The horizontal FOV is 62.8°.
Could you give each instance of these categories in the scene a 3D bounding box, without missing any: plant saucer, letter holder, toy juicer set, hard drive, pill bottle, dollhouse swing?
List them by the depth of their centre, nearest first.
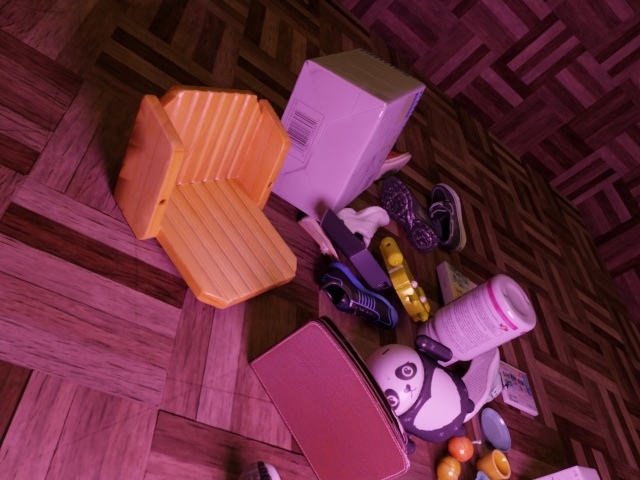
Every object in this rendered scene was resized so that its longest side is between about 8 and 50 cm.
[{"bbox_3d":[0.048,0.290,0.992,0.152,0.214,0.301,-19,73,-54],"label":"letter holder"},{"bbox_3d":[-0.168,-0.096,1.069,0.305,0.315,0.347,40,29,21],"label":"dollhouse swing"},{"bbox_3d":[0.351,0.582,1.173,0.209,0.089,0.329,41,35,-13],"label":"toy juicer set"},{"bbox_3d":[0.090,0.033,1.313,0.172,0.054,0.254,50,1,32],"label":"hard drive"},{"bbox_3d":[0.408,0.223,1.405,0.160,0.283,0.160,30,39,-28],"label":"pill bottle"},{"bbox_3d":[0.472,0.519,1.431,0.119,0.021,0.119,29,39,-27],"label":"plant saucer"}]

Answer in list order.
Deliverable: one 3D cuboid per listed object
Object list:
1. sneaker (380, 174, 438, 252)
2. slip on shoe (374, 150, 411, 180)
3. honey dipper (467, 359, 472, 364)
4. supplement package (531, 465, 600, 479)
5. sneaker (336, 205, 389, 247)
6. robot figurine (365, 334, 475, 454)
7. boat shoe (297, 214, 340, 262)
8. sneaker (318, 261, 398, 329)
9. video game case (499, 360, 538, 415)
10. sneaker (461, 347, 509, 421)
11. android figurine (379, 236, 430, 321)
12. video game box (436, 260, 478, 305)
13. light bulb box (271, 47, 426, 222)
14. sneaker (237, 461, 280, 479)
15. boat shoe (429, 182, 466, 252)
[{"bbox_3d":[0.301,-0.093,1.765,0.286,0.109,0.130,59,27,-4],"label":"sneaker"},{"bbox_3d":[0.212,-0.275,1.814,0.331,0.123,0.101,-20,70,-50],"label":"slip on shoe"},{"bbox_3d":[0.451,0.306,1.605,0.031,0.030,0.160,32,35,-25],"label":"honey dipper"},{"bbox_3d":[0.610,0.650,1.321,0.105,0.179,0.105,23,42,-34],"label":"supplement package"},{"bbox_3d":[0.121,-0.031,1.512,0.232,0.090,0.115,-8,71,-42],"label":"sneaker"},{"bbox_3d":[0.217,0.343,1.170,0.278,0.174,0.209,34,35,-24],"label":"robot figurine"},{"bbox_3d":[-0.001,0.000,1.374,0.153,0.048,0.056,56,8,-2],"label":"boat shoe"},{"bbox_3d":[0.090,0.157,1.297,0.232,0.081,0.090,40,42,-7],"label":"sneaker"},{"bbox_3d":[0.614,0.462,1.650,0.157,0.019,0.143,29,39,-27],"label":"video game case"},{"bbox_3d":[0.433,0.420,1.419,0.256,0.094,0.151,-46,126,-35],"label":"sneaker"},{"bbox_3d":[0.233,0.109,1.439,0.248,0.056,0.272,57,11,-31],"label":"android figurine"},{"bbox_3d":[0.466,0.186,1.701,0.187,0.048,0.205,38,29,-22],"label":"video game box"},{"bbox_3d":[0.062,-0.290,1.399,0.225,0.357,0.361,34,32,9],"label":"light bulb box"},{"bbox_3d":[-0.061,0.493,0.801,0.129,0.111,0.297,26,42,-56],"label":"sneaker"},{"bbox_3d":[0.448,-0.098,1.926,0.102,0.108,0.301,24,49,-36],"label":"boat shoe"}]
